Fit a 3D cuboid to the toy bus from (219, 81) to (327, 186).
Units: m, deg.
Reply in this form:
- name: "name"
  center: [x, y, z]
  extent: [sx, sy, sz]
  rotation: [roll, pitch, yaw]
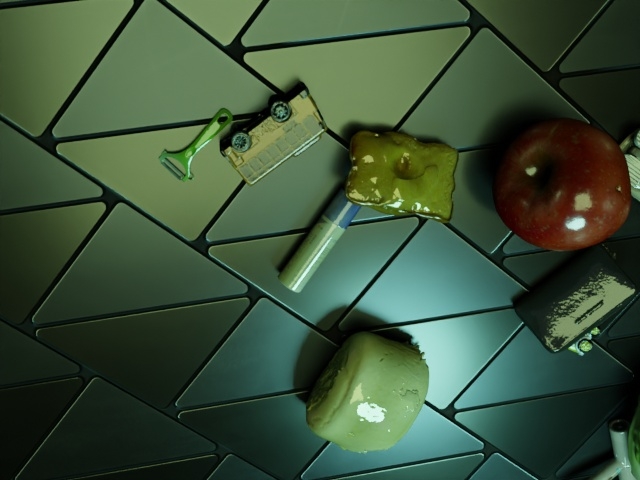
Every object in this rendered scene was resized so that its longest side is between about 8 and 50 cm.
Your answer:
- name: "toy bus"
  center: [-0.085, -0.202, 1.384]
  extent: [0.201, 0.098, 0.114]
  rotation: [-36, 111, 5]

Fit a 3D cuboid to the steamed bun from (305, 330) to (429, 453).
- name: "steamed bun"
  center: [0.113, 0.339, 1.567]
  extent: [0.232, 0.166, 0.273]
  rotation: [31, 102, -15]

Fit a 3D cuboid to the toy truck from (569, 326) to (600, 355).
- name: "toy truck"
  center: [0.583, 0.195, 1.641]
  extent: [0.077, 0.076, 0.111]
  rotation: [21, 105, 6]

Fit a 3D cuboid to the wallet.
- name: "wallet"
  center: [0.563, 0.127, 1.594]
  extent: [0.250, 0.044, 0.149]
  rotation: [-38, 78, 6]

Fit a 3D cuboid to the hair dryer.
- name: "hair dryer"
  center: [0.673, 0.561, 1.769]
  extent: [0.221, 0.054, 0.195]
  rotation: [-21, 110, -13]

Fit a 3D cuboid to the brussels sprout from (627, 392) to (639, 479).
- name: "brussels sprout"
  center: [0.863, 0.440, 1.677]
  extent: [0.328, 0.247, 0.327]
  rotation: [0, 95, 2]

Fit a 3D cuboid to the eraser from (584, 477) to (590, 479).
- name: "eraser"
  center: [0.677, 0.677, 1.845]
  extent: [0.104, 0.023, 0.150]
  rotation: [-26, 110, 1]

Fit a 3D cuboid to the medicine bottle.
- name: "medicine bottle"
  center: [0.000, 0.000, 1.488]
  extent: [0.059, 0.059, 0.230]
  rotation: [32, 101, -17]

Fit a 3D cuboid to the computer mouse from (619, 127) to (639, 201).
- name: "computer mouse"
  center: [0.722, -0.137, 1.534]
  extent: [0.237, 0.082, 0.145]
  rotation: [35, 102, -19]

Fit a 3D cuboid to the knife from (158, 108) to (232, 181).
- name: "knife"
  center: [-0.232, -0.188, 1.409]
  extent: [0.166, 0.022, 0.078]
  rotation: [-43, 115, 9]

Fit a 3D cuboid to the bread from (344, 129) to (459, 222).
- name: "bread"
  center: [0.155, -0.126, 1.437]
  extent: [0.233, 0.088, 0.160]
  rotation: [12, 75, -19]

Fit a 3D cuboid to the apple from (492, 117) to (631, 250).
- name: "apple"
  center: [0.476, -0.104, 1.419]
  extent: [0.217, 0.260, 0.260]
  rotation: [15, 108, -38]
